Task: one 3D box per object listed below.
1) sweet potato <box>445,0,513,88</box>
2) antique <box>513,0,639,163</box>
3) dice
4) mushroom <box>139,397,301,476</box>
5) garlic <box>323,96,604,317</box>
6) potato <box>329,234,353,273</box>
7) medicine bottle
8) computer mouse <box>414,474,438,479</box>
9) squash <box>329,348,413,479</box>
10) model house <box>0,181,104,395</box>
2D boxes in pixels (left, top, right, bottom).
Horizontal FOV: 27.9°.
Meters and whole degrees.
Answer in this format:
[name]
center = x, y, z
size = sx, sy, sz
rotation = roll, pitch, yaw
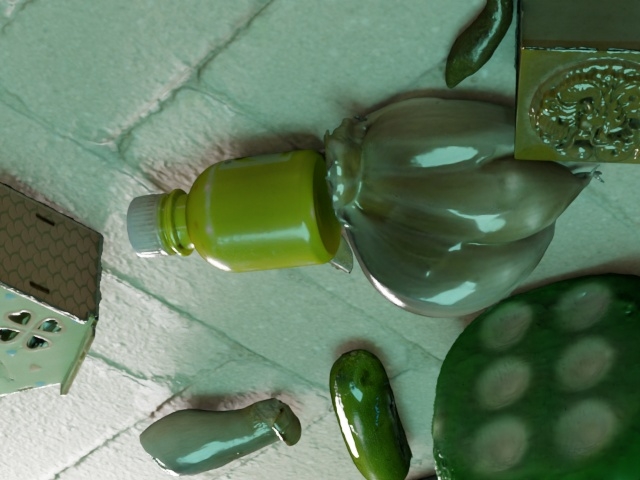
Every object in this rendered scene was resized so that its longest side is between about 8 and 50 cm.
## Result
[sweet potato]
center = 0.149, -0.194, 1.186
size = 0.041, 0.038, 0.153
rotation = -5, 142, -21
[antique]
center = 0.243, -0.155, 1.133
size = 0.146, 0.148, 0.152
rotation = 3, 142, 8
[dice]
center = 0.311, 0.234, 1.470
size = 0.287, 0.297, 0.300
rotation = -13, 136, 28
[mushroom]
center = -0.138, 0.259, 1.733
size = 0.225, 0.093, 0.116
rotation = -26, 146, 21
[garlic]
center = 0.134, -0.035, 1.323
size = 0.292, 0.210, 0.237
rotation = 15, 106, -2
[potato]
center = 0.000, 0.000, 1.444
size = 0.093, 0.036, 0.037
rotation = 30, 175, 0
[medicine bottle]
center = -0.094, -0.025, 1.354
size = 0.212, 0.122, 0.122
rotation = -6, 138, 16
[computer mouse]
center = 0.240, 0.404, 1.820
size = 0.374, 0.114, 0.203
rotation = -20, 134, 30
[squash]
center = 0.072, 0.255, 1.695
size = 0.087, 0.087, 0.331
rotation = -3, 141, 12
[model house]
center = -0.369, 0.046, 1.465
size = 0.244, 0.169, 0.326
rotation = -8, 140, 7
